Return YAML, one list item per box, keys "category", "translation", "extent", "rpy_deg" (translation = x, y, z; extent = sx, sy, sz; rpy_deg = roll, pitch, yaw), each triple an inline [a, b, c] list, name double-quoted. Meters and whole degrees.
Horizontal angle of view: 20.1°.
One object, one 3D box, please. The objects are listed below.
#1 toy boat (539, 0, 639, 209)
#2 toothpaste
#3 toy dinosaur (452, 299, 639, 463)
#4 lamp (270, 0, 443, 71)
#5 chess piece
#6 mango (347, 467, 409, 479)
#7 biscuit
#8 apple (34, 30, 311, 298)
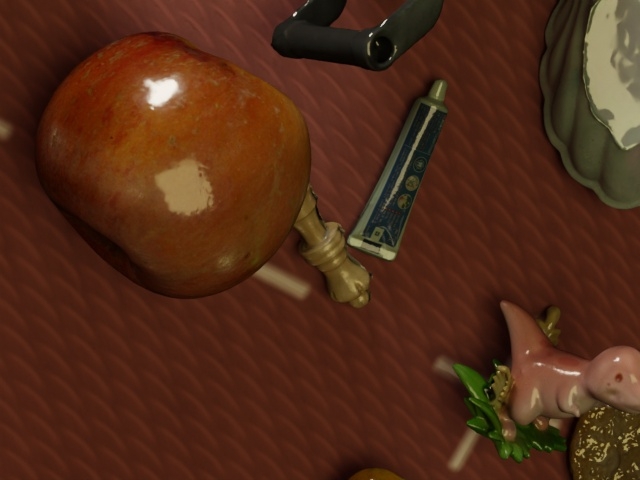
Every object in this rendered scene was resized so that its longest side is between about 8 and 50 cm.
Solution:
- category: "toy boat"
  translation: [0.324, -0.171, 1.865]
  extent: [0.199, 0.100, 0.290]
  rpy_deg: [-16, 96, 3]
- category: "toothpaste"
  translation: [0.088, -0.075, 1.859]
  extent: [0.057, 0.035, 0.197]
  rpy_deg: [21, 98, -15]
- category: "toy dinosaur"
  translation: [0.239, 0.142, 1.876]
  extent: [0.152, 0.194, 0.177]
  rpy_deg: [3, 133, -40]
- category: "lamp"
  translation: [0.093, -0.367, 1.695]
  extent: [0.374, 0.205, 0.272]
  rpy_deg: [-36, 117, -25]
- category: "chess piece"
  translation: [0.000, 0.000, 1.834]
  extent: [0.060, 0.060, 0.172]
  rpy_deg: [-39, 115, -8]
- category: "mango"
  translation: [0.080, 0.343, 1.919]
  extent: [0.147, 0.109, 0.227]
  rpy_deg: [-9, 108, 7]
- category: "biscuit"
  translation: [0.377, 0.232, 2.044]
  extent: [0.219, 0.033, 0.220]
  rpy_deg: [-6, 107, -20]
- category: "apple"
  translation: [-0.131, -0.077, 1.675]
  extent: [0.253, 0.253, 0.254]
  rpy_deg: [-5, 104, -20]
